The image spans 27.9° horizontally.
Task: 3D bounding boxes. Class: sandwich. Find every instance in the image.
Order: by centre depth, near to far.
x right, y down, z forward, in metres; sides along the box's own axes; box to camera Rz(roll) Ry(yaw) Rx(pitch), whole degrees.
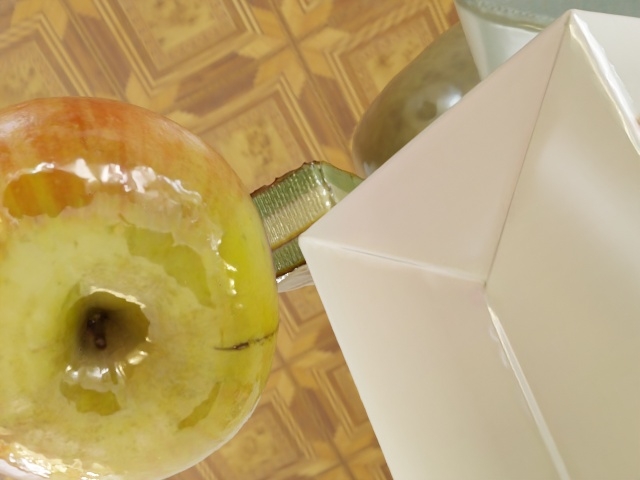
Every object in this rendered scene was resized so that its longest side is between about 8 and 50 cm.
[{"bbox_3d":[0.000,0.000,1.101,0.113,0.079,0.163,-27,162,21],"label":"sandwich"}]

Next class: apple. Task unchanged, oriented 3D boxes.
[{"bbox_3d":[-0.163,0.036,0.923,0.286,0.233,0.286,-4,103,-16],"label":"apple"}]

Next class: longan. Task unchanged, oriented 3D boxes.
[{"bbox_3d":[0.197,-0.117,1.469,0.350,0.288,0.288,-29,130,-39],"label":"longan"}]

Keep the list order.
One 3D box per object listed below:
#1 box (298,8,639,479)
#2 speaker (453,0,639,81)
[{"bbox_3d":[0.189,0.052,0.483,0.341,0.225,0.143,-3,153,-44],"label":"box"},{"bbox_3d":[0.313,-0.131,0.955,0.183,0.406,0.184,-54,146,-26],"label":"speaker"}]
